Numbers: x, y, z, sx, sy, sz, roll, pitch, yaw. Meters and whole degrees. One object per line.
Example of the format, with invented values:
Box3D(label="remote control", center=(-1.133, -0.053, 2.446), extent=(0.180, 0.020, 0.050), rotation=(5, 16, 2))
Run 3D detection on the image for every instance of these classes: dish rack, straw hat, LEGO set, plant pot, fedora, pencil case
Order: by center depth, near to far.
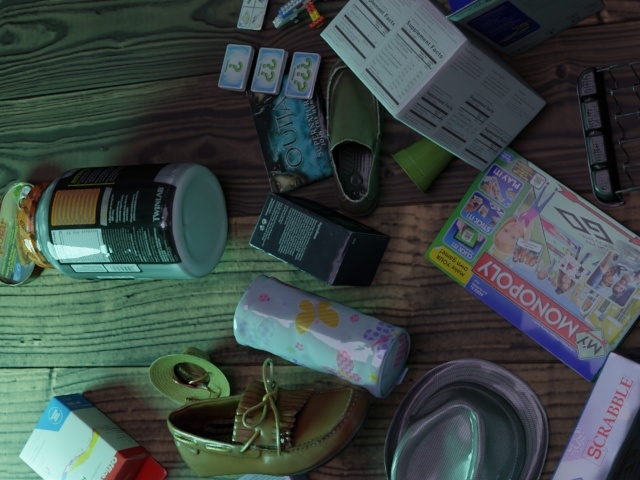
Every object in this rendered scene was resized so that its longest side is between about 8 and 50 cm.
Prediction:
Box3D(label="dish rack", center=(0.503, -0.170, 1.696), extent=(0.271, 0.074, 0.208), rotation=(-10, 84, 22))
Box3D(label="fedora", center=(0.198, 0.313, 1.774), extent=(0.243, 0.124, 0.275), rotation=(37, 102, 22))
Box3D(label="pencil case", center=(0.000, 0.148, 1.835), extent=(0.273, 0.124, 0.113), rotation=(19, 55, 22))
Box3D(label="plant pot", center=(0.164, -0.127, 1.849), extent=(0.079, 0.083, 0.083), rotation=(-41, 71, 4))
Box3D(label="LEGO set", center=(-0.072, -0.363, 1.968), extent=(0.182, 0.060, 0.244), rotation=(11, 84, 29))
Box3D(label="straw hat", center=(-0.212, 0.214, 1.999), extent=(0.144, 0.144, 0.061), rotation=(-12, 41, 24))

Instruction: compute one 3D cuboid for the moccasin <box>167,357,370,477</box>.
Box3D(label="moccasin", center=(-0.087, 0.276, 1.855), extent=(0.380, 0.139, 0.147), rotation=(-11, 125, 44))

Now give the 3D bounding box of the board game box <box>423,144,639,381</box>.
Box3D(label="board game box", center=(0.337, 0.029, 1.772), extent=(0.317, 0.046, 0.213), rotation=(38, 101, 22))

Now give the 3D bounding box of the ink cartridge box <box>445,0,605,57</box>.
Box3D(label="ink cartridge box", center=(0.282, -0.342, 1.662), extent=(0.165, 0.332, 0.065), rotation=(-26, 79, 20))

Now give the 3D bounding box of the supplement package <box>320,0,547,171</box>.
Box3D(label="supplement package", center=(0.166, -0.248, 1.728), extent=(0.145, 0.262, 0.204), rotation=(-47, 55, 14))

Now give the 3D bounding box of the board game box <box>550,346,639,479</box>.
Box3D(label="board game box", center=(0.378, 0.296, 1.586), extent=(0.066, 0.318, 0.319), rotation=(26, 97, 24))

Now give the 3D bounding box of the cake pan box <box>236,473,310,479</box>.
Box3D(label="cake pan box", center=(-0.092, 0.505, 1.928), extent=(0.267, 0.070, 0.246), rotation=(-35, 75, 19))

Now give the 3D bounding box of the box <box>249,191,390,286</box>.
Box3D(label="box", center=(0.000, 0.000, 1.868), extent=(0.158, 0.156, 0.093), rotation=(26, 98, 24))

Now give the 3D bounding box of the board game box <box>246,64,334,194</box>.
Box3D(label="board game box", center=(-0.044, -0.179, 1.971), extent=(0.126, 0.026, 0.186), rotation=(-19, 79, 22))

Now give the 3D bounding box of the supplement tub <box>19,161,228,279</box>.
Box3D(label="supplement tub", center=(-0.331, -0.030, 2.003), extent=(0.316, 0.193, 0.194), rotation=(0, 87, 25))

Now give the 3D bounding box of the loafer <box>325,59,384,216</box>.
Box3D(label="loafer", center=(0.058, -0.164, 1.878), extent=(0.094, 0.087, 0.251), rotation=(-6, 89, 1))

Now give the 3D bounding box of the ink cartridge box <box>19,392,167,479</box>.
Box3D(label="ink cartridge box", center=(-0.392, 0.385, 2.068), extent=(0.231, 0.078, 0.134), rotation=(35, 101, 22))

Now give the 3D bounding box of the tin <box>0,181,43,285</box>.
Box3D(label="tin", center=(-0.545, -0.012, 2.187), extent=(0.106, 0.040, 0.190), rotation=(13, 92, 21))
